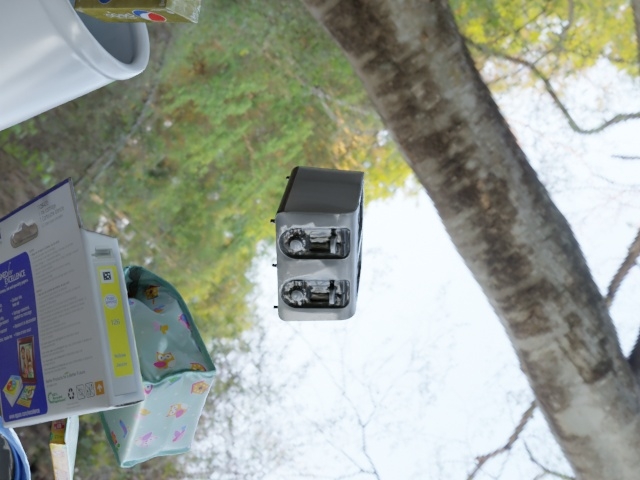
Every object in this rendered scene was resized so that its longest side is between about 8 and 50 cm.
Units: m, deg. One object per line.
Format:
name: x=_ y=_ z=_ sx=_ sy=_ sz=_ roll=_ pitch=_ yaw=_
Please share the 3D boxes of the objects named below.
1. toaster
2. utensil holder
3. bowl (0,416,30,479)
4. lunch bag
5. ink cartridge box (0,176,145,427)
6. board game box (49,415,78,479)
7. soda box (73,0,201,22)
toaster: x=0.000 y=0.000 z=1.149 sx=0.110 sy=0.168 sz=0.185 roll=4 pitch=-152 yaw=5
utensil holder: x=-0.527 y=-0.346 z=1.378 sx=0.386 sy=0.327 sz=0.327 roll=-22 pitch=-155 yaw=12
bowl: x=-0.770 y=0.468 z=1.653 sx=0.391 sy=0.391 sz=0.077 roll=-42 pitch=-153 yaw=4
lunch bag: x=-0.300 y=0.199 z=1.404 sx=0.262 sy=0.160 sz=0.223 roll=54 pitch=-44 yaw=35
ink cartridge box: x=-0.380 y=0.099 z=1.209 sx=0.072 sy=0.307 sz=0.304 roll=0 pitch=166 yaw=-45
board game box: x=-0.448 y=0.334 z=1.486 sx=0.259 sy=0.039 sz=0.124 roll=115 pitch=-24 yaw=-54
soda box: x=-0.244 y=-0.327 z=1.132 sx=0.181 sy=0.061 sz=0.058 roll=11 pitch=-90 yaw=34
